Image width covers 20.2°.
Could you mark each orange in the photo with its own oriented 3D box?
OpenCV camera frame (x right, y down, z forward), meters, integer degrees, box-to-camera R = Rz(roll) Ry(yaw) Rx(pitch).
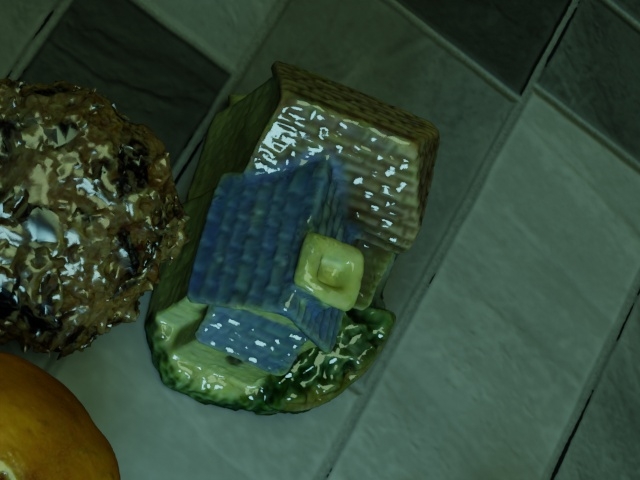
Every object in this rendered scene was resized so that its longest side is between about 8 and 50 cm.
[{"bbox_3d":[-0.310,0.229,1.566,0.283,0.226,0.284,9,72,-29],"label":"orange"}]

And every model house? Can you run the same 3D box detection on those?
[{"bbox_3d":[0.000,0.000,1.756,0.261,0.266,0.321,21,68,-15],"label":"model house"}]

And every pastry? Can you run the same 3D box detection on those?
[{"bbox_3d":[-0.259,-0.024,1.667,0.274,0.193,0.275,1,85,-15],"label":"pastry"}]
